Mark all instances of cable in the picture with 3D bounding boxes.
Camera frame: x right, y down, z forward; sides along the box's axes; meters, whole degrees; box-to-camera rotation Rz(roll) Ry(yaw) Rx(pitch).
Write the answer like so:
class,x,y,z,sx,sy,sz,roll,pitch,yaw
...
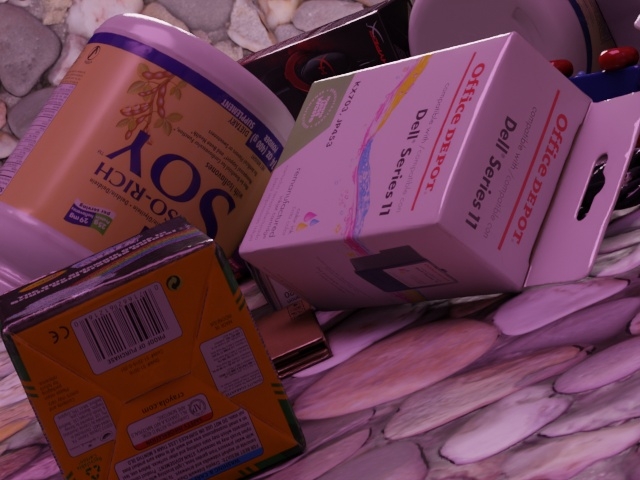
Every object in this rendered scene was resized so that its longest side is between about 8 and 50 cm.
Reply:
class,x,y,z,sx,sy,sz,roll,pitch,yaw
cable,0.251,-0.054,1.792,0.150,0.047,0.184,-26,9,-12

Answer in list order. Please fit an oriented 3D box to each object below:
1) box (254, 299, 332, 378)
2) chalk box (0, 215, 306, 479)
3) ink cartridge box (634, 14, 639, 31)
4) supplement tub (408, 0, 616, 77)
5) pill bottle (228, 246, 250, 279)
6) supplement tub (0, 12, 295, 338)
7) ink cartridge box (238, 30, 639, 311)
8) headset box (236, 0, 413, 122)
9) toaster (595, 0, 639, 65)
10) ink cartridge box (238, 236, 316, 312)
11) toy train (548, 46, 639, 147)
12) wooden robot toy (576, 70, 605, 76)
class,x,y,z,sx,sy,sz,roll,pitch,yaw
box,-0.076,0.111,1.764,0.164,0.021,0.201,-24,10,-1
chalk box,-0.147,0.098,1.532,0.180,0.179,0.289,-24,8,-7
ink cartridge box,0.430,-0.236,1.906,0.153,0.087,0.208,-57,25,5
supplement tub,0.283,-0.280,2.367,0.235,0.235,0.325,-16,13,40
pill bottle,-0.100,-0.011,2.219,0.193,0.108,0.108,-23,10,9
supplement tub,-0.199,-0.032,1.886,0.331,0.241,0.241,-58,19,-12
ink cartridge box,0.105,-0.060,1.688,0.353,0.119,0.207,-9,52,50
headset box,0.012,-0.160,2.428,0.293,0.218,0.110,-18,12,29
toaster,0.421,-0.282,2.208,0.168,0.185,0.110,-27,6,-20
ink cartridge box,0.000,0.000,1.975,0.159,0.092,0.218,-25,11,-4
toy train,0.352,-0.153,1.988,0.143,0.105,0.248,-10,2,-44
wooden robot toy,0.280,-0.130,2.152,0.173,0.076,0.079,-22,45,14
